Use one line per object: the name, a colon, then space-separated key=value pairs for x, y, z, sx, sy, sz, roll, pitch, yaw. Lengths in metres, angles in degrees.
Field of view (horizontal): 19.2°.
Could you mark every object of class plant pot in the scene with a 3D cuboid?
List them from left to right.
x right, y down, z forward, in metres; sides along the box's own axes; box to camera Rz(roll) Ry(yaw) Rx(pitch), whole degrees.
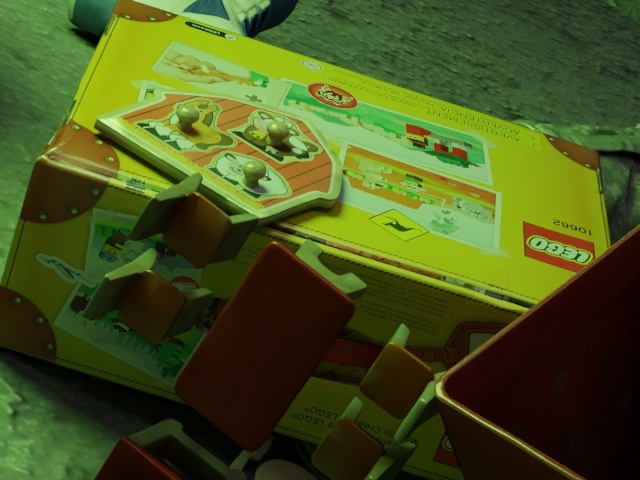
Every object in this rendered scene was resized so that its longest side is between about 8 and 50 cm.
plant pot: x=0.274 y=0.182 z=1.399 sx=0.267 sy=0.235 sz=0.267 roll=-35 pitch=45 yaw=-29

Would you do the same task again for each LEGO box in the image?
LEGO box: x=0.000 y=0.000 z=1.696 sx=0.500 sy=0.193 sz=0.372 roll=18 pitch=27 yaw=-4

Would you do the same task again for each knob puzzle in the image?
knob puzzle: x=-0.061 y=-0.085 z=1.566 sx=0.213 sy=0.030 sz=0.213 roll=16 pitch=27 yaw=-8

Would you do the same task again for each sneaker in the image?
sneaker: x=-0.128 y=-0.233 z=2.194 sx=0.315 sy=0.127 sz=0.182 roll=-13 pitch=54 yaw=-48

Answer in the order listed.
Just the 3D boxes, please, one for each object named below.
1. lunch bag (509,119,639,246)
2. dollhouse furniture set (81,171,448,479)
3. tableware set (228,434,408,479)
lunch bag: x=0.256 y=-0.011 z=2.058 sx=0.305 sy=0.256 sz=0.212 roll=0 pitch=40 yaw=-50
dollhouse furniture set: x=-0.070 y=0.121 z=1.425 sx=0.262 sy=0.259 sz=0.135 roll=37 pitch=22 yaw=10
tableware set: x=-0.009 y=0.204 z=1.612 sx=0.128 sy=0.039 sz=0.194 roll=42 pitch=29 yaw=2
